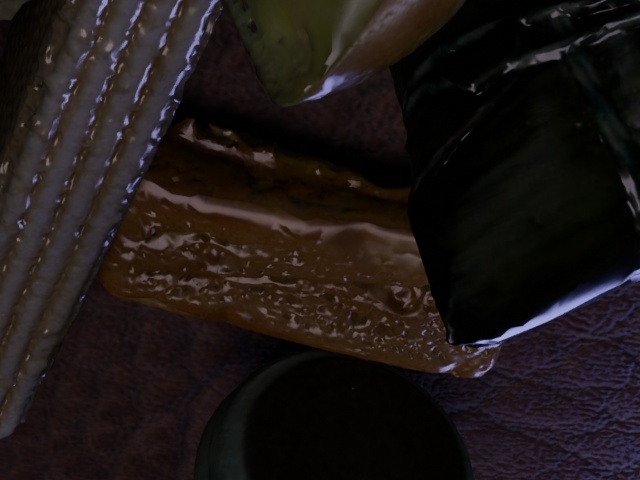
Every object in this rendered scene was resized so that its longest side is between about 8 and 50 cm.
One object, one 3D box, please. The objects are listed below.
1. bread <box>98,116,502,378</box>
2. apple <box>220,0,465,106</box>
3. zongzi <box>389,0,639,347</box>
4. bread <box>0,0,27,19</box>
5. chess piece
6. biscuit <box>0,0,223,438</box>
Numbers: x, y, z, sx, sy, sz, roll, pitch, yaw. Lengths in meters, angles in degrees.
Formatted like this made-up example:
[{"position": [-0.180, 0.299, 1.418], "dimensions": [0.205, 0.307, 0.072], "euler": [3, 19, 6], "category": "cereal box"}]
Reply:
[{"position": [-0.001, 0.001, 0.907], "dimensions": [0.271, 0.077, 0.139], "euler": [13, 131, -6], "category": "bread"}, {"position": [0.027, -0.199, 0.615], "dimensions": [0.193, 0.265, 0.120], "euler": [-39, 148, 27], "category": "apple"}, {"position": [0.185, -0.171, 0.632], "dimensions": [0.384, 0.319, 0.362], "euler": [-16, 124, -1], "category": "zongzi"}, {"position": [-0.258, -0.134, 0.651], "dimensions": [0.270, 0.211, 0.315], "euler": [12, 140, -21], "category": "bread"}, {"position": [-0.025, 0.227, 1.072], "dimensions": [0.195, 0.194, 0.299], "euler": [19, 143, -9], "category": "chess piece"}, {"position": [-0.155, -0.054, 0.833], "dimensions": [0.079, 0.144, 0.426], "euler": [12, 134, -22], "category": "biscuit"}]
